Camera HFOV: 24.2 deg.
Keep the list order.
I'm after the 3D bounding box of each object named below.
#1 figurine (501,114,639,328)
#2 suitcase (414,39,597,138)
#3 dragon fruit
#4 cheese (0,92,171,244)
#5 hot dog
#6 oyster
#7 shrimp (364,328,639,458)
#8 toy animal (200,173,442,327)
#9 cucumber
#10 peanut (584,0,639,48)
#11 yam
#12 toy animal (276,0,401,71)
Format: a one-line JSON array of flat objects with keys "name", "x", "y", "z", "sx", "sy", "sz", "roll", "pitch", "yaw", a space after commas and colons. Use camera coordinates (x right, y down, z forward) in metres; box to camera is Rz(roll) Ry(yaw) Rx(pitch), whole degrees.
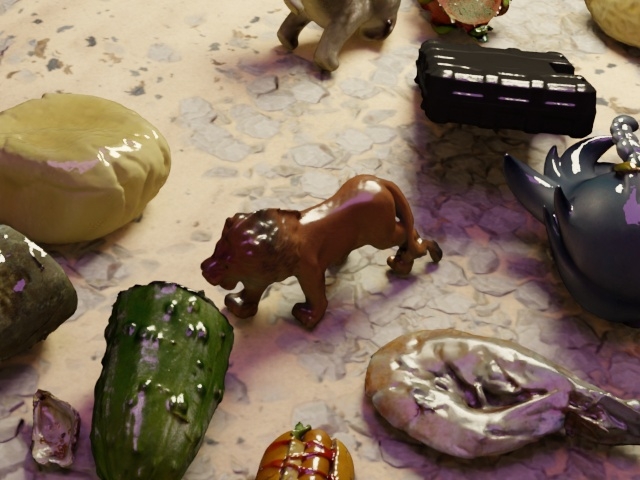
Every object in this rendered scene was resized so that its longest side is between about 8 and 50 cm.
[{"name": "figurine", "x": 0.323, "y": -0.024, "z": 1.670, "sx": 0.175, "sy": 0.197, "sz": 0.265, "roll": -30, "pitch": 52, "yaw": -4}, {"name": "suitcase", "x": 0.223, "y": -0.192, "z": 1.848, "sx": 0.206, "sy": 0.066, "sz": 0.285, "roll": 5, "pitch": 16, "yaw": -1}, {"name": "dragon fruit", "x": 0.189, "y": -0.355, "z": 2.084, "sx": 0.138, "sy": 0.142, "sz": 0.175, "roll": 19, "pitch": 3, "yaw": -24}, {"name": "cheese", "x": -0.291, "y": -0.093, "z": 1.704, "sx": 0.226, "sy": 0.117, "sz": 0.214, "roll": 20, "pitch": 36, "yaw": 22}, {"name": "hot dog", "x": -0.022, "y": 0.265, "z": 1.344, "sx": 0.104, "sy": 0.076, "sz": 0.250, "roll": 12, "pitch": 38, "yaw": 5}, {"name": "oyster", "x": -0.256, "y": 0.183, "z": 1.444, "sx": 0.051, "sy": 0.034, "sz": 0.093, "roll": -9, "pitch": 51, "yaw": 6}, {"name": "shrimp", "x": 0.192, "y": 0.170, "z": 1.499, "sx": 0.316, "sy": 0.062, "sz": 0.164, "roll": 16, "pitch": 45, "yaw": 17}, {"name": "toy animal", "x": 0.000, "y": 0.000, "z": 1.598, "sx": 0.312, "sy": 0.157, "sz": 0.097, "roll": -26, "pitch": 51, "yaw": -31}, {"name": "cucumber", "x": -0.162, "y": 0.165, "z": 1.415, "sx": 0.134, "sy": 0.134, "sz": 0.244, "roll": 7, "pitch": 47, "yaw": 0}, {"name": "peanut", "x": 0.481, "y": -0.311, "z": 2.065, "sx": 0.274, "sy": 0.111, "sz": 0.125, "roll": 35, "pitch": 43, "yaw": 29}, {"name": "yam", "x": -0.378, "y": 0.078, "z": 1.468, "sx": 0.154, "sy": 0.154, "sz": 0.254, "roll": 32, "pitch": 48, "yaw": 27}, {"name": "toy animal", "x": 0.007, "y": -0.327, "z": 1.984, "sx": 0.121, "sy": 0.233, "sz": 0.169, "roll": 31, "pitch": 85, "yaw": 40}]
